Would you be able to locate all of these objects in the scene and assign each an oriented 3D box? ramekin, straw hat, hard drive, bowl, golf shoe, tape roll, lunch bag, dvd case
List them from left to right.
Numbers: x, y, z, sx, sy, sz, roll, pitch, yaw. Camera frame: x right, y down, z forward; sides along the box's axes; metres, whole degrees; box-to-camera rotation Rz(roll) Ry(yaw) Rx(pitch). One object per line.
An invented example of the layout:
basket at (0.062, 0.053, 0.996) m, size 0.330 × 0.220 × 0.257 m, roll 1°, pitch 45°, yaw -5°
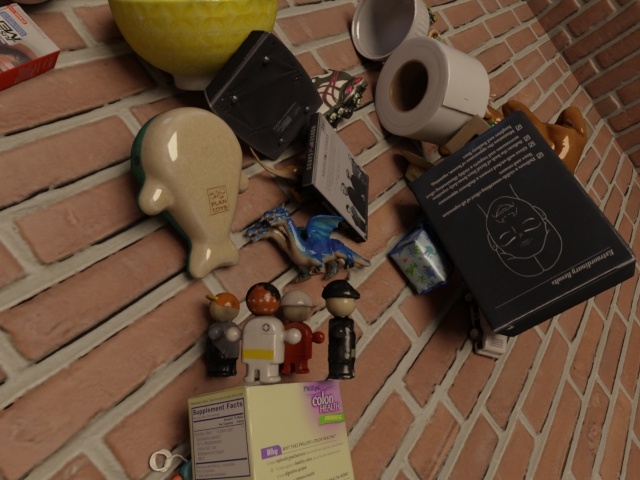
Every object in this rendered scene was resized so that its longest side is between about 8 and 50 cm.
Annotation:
bowl at (-0.216, -0.364, 0.877) m, size 0.289 × 0.290 × 0.155 m, roll -33°, pitch 133°, yaw -43°
hard drive at (-0.099, -0.260, 0.889) m, size 0.054 × 0.172 × 0.255 m, roll 42°, pitch 5°, yaw 22°
golf shoe at (0.002, -0.305, 1.105) m, size 0.120 × 0.105 × 0.273 m, roll 32°, pitch 48°, yaw 5°
dvd case at (0.040, -0.126, 1.013) m, size 0.239 × 0.030 × 0.179 m, roll 42°, pitch 44°, yaw -48°
ramekin at (0.197, -0.586, 1.315) m, size 0.109 × 0.207 × 0.207 m, roll -2°, pitch 70°, yaw -49°
straw hat at (0.256, -0.173, 1.246) m, size 0.145 × 0.144 × 0.061 m, roll 23°, pitch 98°, yaw -28°
lunch bag at (0.250, 0.032, 1.129) m, size 0.128 × 0.096 × 0.151 m, roll 55°, pitch 36°, yaw -3°
tape roll at (0.284, -0.380, 1.250) m, size 0.169 × 0.246 × 0.246 m, roll 3°, pitch 67°, yaw -38°

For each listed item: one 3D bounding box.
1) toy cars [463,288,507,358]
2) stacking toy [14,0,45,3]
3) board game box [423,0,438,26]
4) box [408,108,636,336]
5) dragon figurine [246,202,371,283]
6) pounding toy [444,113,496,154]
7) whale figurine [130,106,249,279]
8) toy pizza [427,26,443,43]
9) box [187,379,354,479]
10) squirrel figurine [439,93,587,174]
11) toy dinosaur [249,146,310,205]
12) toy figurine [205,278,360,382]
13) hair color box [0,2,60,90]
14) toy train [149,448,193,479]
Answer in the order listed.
toy cars at (0.483, 0.136, 1.262) m, size 0.176 × 0.087 × 0.394 m, roll 52°, pitch 47°, yaw -6°
stacking toy at (-0.428, -0.603, 0.809) m, size 0.351 × 0.351 × 0.479 m, roll 19°, pitch 77°, yaw -31°
board game box at (0.236, -0.666, 1.421) m, size 0.170 × 0.141 × 0.048 m, roll 48°, pitch 45°, yaw -9°
box at (0.437, -0.029, 1.078) m, size 0.212 × 0.294 × 0.395 m, roll 22°, pitch 39°, yaw -55°
dragon figurine at (0.000, 0.000, 0.943) m, size 0.289 × 0.085 × 0.143 m, roll -5°, pitch 72°, yaw -39°
pounding toy at (0.407, -0.244, 1.207) m, size 0.130 × 0.141 × 0.100 m, roll 7°, pitch 43°, yaw -54°
whale figurine at (-0.216, -0.077, 0.799) m, size 0.216 × 0.141 × 0.271 m, roll -26°, pitch 110°, yaw -49°
toy pizza at (0.350, -0.538, 1.458) m, size 0.201 × 0.032 × 0.201 m, roll -14°, pitch 107°, yaw -57°
box at (-0.059, 0.329, 0.676) m, size 0.214 × 0.117 × 0.242 m, roll 17°, pitch 59°, yaw -52°
squirrel figurine at (0.541, -0.242, 1.379) m, size 0.371 × 0.281 × 0.396 m, roll 20°, pitch 55°, yaw -23°
toy dinosaur at (-0.057, -0.134, 0.992) m, size 0.212 × 0.064 × 0.112 m, roll -16°, pitch 67°, yaw -52°
toy figurine at (-0.060, 0.135, 0.744) m, size 0.210 × 0.213 × 0.148 m, roll 8°, pitch 76°, yaw -31°
hair color box at (-0.488, -0.275, 0.709) m, size 0.093 × 0.053 × 0.167 m, roll 48°, pitch 49°, yaw -11°
toy train at (-0.185, 0.367, 0.641) m, size 0.125 × 0.046 × 0.166 m, roll 17°, pitch 59°, yaw -32°
